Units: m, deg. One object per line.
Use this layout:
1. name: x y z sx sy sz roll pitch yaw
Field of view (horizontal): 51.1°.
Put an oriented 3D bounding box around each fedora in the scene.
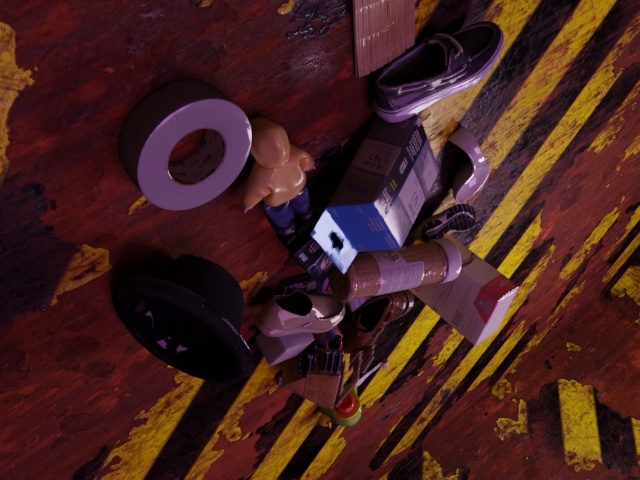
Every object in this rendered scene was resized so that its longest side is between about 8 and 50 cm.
1. fedora: -0.245 0.141 1.334 0.334 0.333 0.153 84 27 -51

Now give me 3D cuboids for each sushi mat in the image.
1. sushi mat: 0.119 -0.461 1.247 0.151 0.019 0.317 -35 147 -19

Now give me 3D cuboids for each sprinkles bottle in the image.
1. sprinkles bottle: 0.198 0.075 1.748 0.355 0.121 0.121 -9 134 -29

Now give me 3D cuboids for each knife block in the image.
1. knife block: 0.022 0.359 1.861 0.242 0.088 0.275 -26 134 32

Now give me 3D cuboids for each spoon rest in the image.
1. spoon rest: 0.408 -0.194 1.822 0.137 0.084 0.276 -42 147 -6

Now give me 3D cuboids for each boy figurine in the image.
1. boy figurine: -0.090 -0.123 1.321 0.177 0.092 0.285 -37 147 -12

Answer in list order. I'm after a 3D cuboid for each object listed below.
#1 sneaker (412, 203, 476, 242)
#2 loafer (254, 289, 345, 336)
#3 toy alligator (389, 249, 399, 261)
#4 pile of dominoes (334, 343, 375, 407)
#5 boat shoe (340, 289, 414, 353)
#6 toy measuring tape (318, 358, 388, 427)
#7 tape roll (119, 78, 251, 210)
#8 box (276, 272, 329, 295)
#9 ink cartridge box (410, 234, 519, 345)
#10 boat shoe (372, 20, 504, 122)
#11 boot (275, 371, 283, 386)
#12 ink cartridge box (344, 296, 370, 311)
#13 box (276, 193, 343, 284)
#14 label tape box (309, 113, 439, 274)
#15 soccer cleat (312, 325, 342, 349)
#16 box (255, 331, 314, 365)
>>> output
1. sneaker: 0.352 -0.052 1.924 0.208 0.082 0.094 -19 -175 -22
2. loafer: -0.034 0.172 1.652 0.268 0.102 0.092 -10 139 -42
3. toy alligator: 0.174 -0.039 1.699 0.056 0.190 0.051 -4 178 -10
4. pile of dominoes: 0.121 0.379 2.032 0.196 0.040 0.251 -54 -172 20
5. boat shoe: 0.129 0.229 1.921 0.104 0.111 0.307 -4 144 -47
6. toy measuring tape: 0.135 0.544 2.312 0.330 0.121 0.121 -33 146 -20
7. tape roll: -0.227 -0.160 1.138 0.219 0.072 0.219 -29 144 -24
8. box: -0.046 0.133 1.720 0.162 0.029 0.116 -16 137 -40
9. ink cartridge box: 0.431 0.145 2.045 0.117 0.283 0.207 -24 143 -37
10. boat shoe: 0.256 -0.371 1.403 0.335 0.121 0.119 -37 156 -10
11. boot: -0.082 0.409 1.980 0.114 0.037 0.106 -32 133 -26
12. ink cartridge box: 0.141 0.092 1.856 0.209 0.062 0.109 -37 147 -14
13. box: 0.000 0.000 1.574 0.147 0.077 0.180 -42 148 -5
14. label tape box: 0.135 -0.091 1.506 0.334 0.105 0.241 -61 150 -13
15. soccer cleat: 0.019 0.319 1.938 0.083 0.095 0.248 -32 145 -27
16. box: -0.092 0.253 1.719 0.102 0.087 0.101 -14 157 -39
